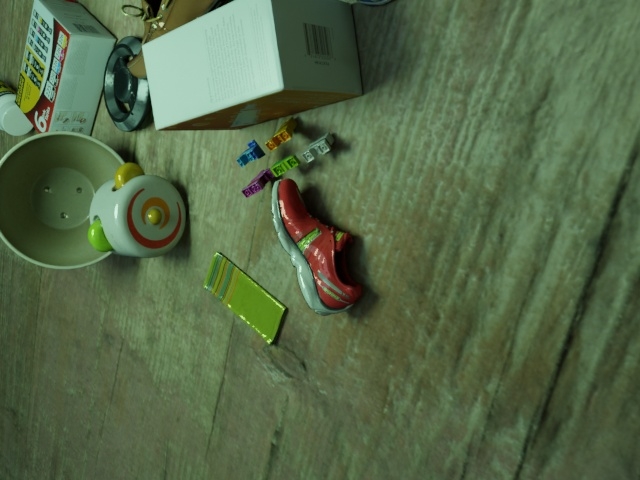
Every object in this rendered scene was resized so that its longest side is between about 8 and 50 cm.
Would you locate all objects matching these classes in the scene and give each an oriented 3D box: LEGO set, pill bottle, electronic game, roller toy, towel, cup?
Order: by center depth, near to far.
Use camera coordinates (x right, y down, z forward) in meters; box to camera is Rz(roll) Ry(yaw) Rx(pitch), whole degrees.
[{"bbox_3d":[-0.075,-0.181,1.241,0.227,0.093,0.087,-24,113,36],"label":"LEGO set"},{"bbox_3d":[-0.172,0.125,1.410,0.237,0.021,0.102,35,120,31],"label":"towel"},{"bbox_3d":[-0.416,-0.058,1.476,0.146,0.191,0.209,3,75,42],"label":"roller toy"},{"bbox_3d":[-0.470,-0.381,1.560,0.229,0.048,0.229,3,94,47],"label":"electronic game"},{"bbox_3d":[-0.652,-0.104,1.622,0.237,0.331,0.331,-169,74,-66],"label":"cup"},{"bbox_3d":[-0.959,-0.403,1.930,0.208,0.119,0.119,34,118,31],"label":"pill bottle"}]

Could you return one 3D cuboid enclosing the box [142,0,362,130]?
[{"bbox_3d":[-0.129,-0.314,1.168,0.345,0.215,0.168,-5,95,42],"label":"box"}]

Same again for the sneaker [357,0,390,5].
[{"bbox_3d":[0.049,-0.445,1.081,0.211,0.081,0.080,14,105,37],"label":"sneaker"}]

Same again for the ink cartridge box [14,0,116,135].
[{"bbox_3d":[-0.697,-0.463,1.689,0.272,0.130,0.309,44,123,28],"label":"ink cartridge box"}]

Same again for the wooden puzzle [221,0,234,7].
[{"bbox_3d":[-0.196,-0.478,1.335,0.049,0.006,0.083,16,107,38],"label":"wooden puzzle"}]

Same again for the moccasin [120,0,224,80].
[{"bbox_3d":[-0.302,-0.458,1.278,0.147,0.139,0.380,40,144,-16],"label":"moccasin"}]

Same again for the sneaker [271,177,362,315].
[{"bbox_3d":[0.000,0.000,1.209,0.118,0.107,0.279,-27,82,21],"label":"sneaker"}]
